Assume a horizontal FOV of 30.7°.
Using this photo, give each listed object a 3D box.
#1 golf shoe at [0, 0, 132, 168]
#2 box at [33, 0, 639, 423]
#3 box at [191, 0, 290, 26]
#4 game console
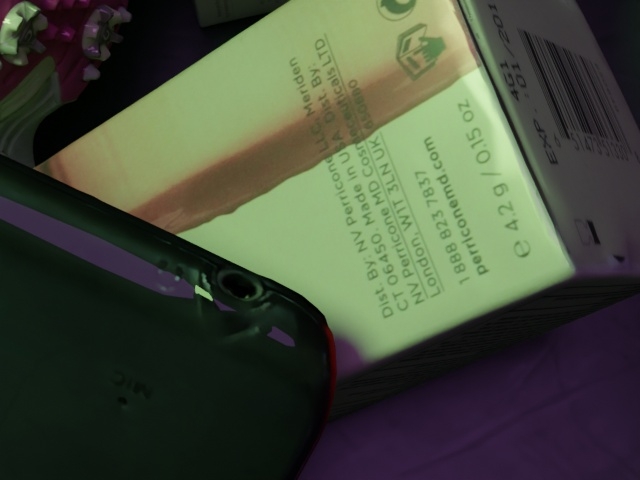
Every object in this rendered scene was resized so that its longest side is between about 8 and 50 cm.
[{"bbox_3d":[-0.176,-0.079,0.521,0.140,0.115,0.306,22,93,16],"label":"golf shoe"},{"bbox_3d":[0.000,0.000,0.457,0.232,0.149,0.126,-27,76,28],"label":"box"},{"bbox_3d":[-0.032,-0.175,0.567,0.087,0.101,0.102,-13,78,-4],"label":"box"},{"bbox_3d":[-0.225,0.079,0.414,0.387,0.342,0.060,25,34,-3],"label":"game console"}]
